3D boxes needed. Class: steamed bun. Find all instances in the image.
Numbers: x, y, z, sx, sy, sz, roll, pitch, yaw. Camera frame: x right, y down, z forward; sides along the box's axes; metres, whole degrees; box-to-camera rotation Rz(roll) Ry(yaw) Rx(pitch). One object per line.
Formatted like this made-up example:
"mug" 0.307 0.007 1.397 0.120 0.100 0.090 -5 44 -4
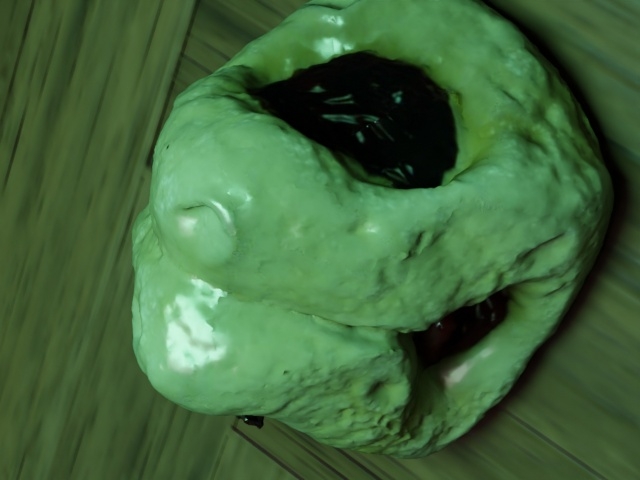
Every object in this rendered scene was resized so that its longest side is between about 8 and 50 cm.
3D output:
"steamed bun" 0.000 0.000 0.694 0.141 0.155 0.172 41 122 24
